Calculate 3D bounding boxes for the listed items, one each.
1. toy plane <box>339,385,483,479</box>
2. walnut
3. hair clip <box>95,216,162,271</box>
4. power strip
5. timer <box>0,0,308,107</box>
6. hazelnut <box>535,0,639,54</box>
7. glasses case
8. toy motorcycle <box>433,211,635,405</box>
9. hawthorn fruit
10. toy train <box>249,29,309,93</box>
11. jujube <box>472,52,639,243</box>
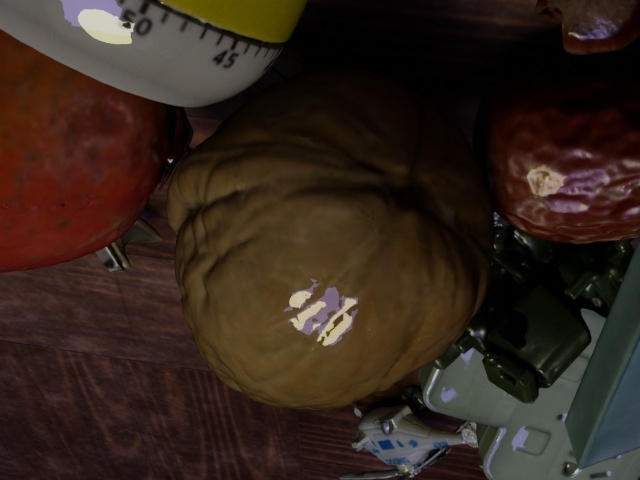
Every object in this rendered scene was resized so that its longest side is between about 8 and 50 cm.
[{"bbox_3d":[0.117,0.245,1.389,0.107,0.182,0.273,59,168,-4],"label":"toy plane"},{"bbox_3d":[0.002,0.001,0.948,0.252,0.277,0.313,-4,164,-25],"label":"walnut"},{"bbox_3d":[-0.281,-0.077,1.157,0.106,0.084,0.292,-14,131,40],"label":"hair clip"},{"bbox_3d":[0.234,0.145,1.218,0.261,0.141,0.229,19,111,-8],"label":"power strip"},{"bbox_3d":[-0.103,-0.253,0.746,0.285,0.285,0.285,9,144,6],"label":"timer"},{"bbox_3d":[0.208,-0.176,0.867,0.086,0.086,0.086,9,144,6],"label":"hazelnut"},{"bbox_3d":[0.271,0.066,0.919,0.105,0.056,0.266,-13,134,-28],"label":"glasses case"},{"bbox_3d":[0.188,0.054,1.041,0.275,0.205,0.127,38,168,41],"label":"toy motorcycle"},{"bbox_3d":[-0.229,-0.100,0.970,0.307,0.276,0.276,5,152,-34],"label":"hawthorn fruit"},{"bbox_3d":[-0.112,-0.209,0.942,0.234,0.051,0.052,36,135,-28],"label":"toy train"},{"bbox_3d":[0.244,-0.076,0.927,0.236,0.168,0.168,-2,143,2],"label":"jujube"}]
